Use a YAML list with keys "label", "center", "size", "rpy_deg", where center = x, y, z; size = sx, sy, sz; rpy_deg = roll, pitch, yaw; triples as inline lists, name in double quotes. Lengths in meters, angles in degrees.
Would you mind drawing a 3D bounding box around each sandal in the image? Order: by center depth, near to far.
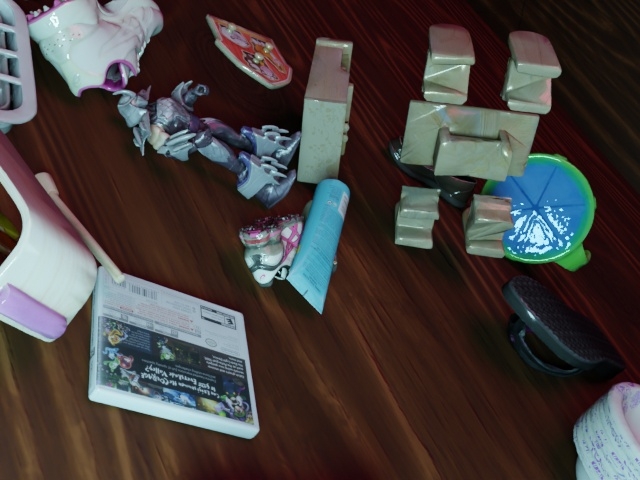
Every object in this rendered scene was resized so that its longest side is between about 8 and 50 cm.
- label: "sandal"
  center: [0.430, 0.189, 1.420]
  size: [0.446, 0.107, 0.167]
  rpy_deg: [28, 28, -48]

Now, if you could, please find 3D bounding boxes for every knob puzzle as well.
- label: "knob puzzle"
  center: [-0.126, -0.374, 1.573]
  size: [0.213, 0.030, 0.213]
  rpy_deg: [30, 31, -20]

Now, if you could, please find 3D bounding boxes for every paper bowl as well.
- label: "paper bowl"
  center: [0.503, 0.365, 1.184]
  size: [0.284, 0.148, 0.284]
  rpy_deg: [28, 29, -17]

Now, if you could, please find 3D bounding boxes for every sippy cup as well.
- label: "sippy cup"
  center: [0.467, -0.086, 1.716]
  size: [0.240, 0.305, 0.224]
  rpy_deg: [0, 12, 15]

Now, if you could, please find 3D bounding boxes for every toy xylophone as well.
- label: "toy xylophone"
  center: [-0.315, -0.035, 0.775]
  size: [0.322, 0.081, 0.236]
  rpy_deg: [46, -5, 35]

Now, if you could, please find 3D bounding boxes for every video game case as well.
- label: "video game case"
  center: [-0.160, 0.122, 0.862]
  size: [0.190, 0.022, 0.173]
  rpy_deg: [23, 33, -31]

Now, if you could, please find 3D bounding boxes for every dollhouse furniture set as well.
- label: "dollhouse furniture set"
  center: [0.170, -0.208, 1.389]
  size: [0.394, 0.362, 0.256]
  rpy_deg: [7, 36, 0]

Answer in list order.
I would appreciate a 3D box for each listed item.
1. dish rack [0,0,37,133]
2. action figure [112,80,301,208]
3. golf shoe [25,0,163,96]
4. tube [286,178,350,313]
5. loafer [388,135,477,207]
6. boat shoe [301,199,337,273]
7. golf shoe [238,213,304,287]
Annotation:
- label: "dish rack"
  center: [-0.503, -0.239, 0.892]
  size: [0.333, 0.072, 0.285]
  rpy_deg: [16, 38, -38]
- label: "action figure"
  center: [-0.170, -0.158, 1.158]
  size: [0.285, 0.099, 0.185]
  rpy_deg: [22, 39, -25]
- label: "golf shoe"
  center: [-0.316, -0.290, 1.179]
  size: [0.140, 0.115, 0.306]
  rpy_deg: [65, 24, -9]
- label: "tube"
  center: [0.000, 0.000, 1.121]
  size: [0.080, 0.052, 0.207]
  rpy_deg: [44, 41, -28]
- label: "loafer"
  center: [0.241, -0.161, 1.671]
  size: [0.220, 0.078, 0.080]
  rpy_deg: [33, 30, -15]
- label: "boat shoe"
  center: [-0.004, -0.004, 1.193]
  size: [0.042, 0.049, 0.133]
  rpy_deg: [17, 44, -30]
- label: "golf shoe"
  center: [-0.065, 0.010, 1.101]
  size: [0.186, 0.068, 0.085]
  rpy_deg: [-39, 122, -71]
